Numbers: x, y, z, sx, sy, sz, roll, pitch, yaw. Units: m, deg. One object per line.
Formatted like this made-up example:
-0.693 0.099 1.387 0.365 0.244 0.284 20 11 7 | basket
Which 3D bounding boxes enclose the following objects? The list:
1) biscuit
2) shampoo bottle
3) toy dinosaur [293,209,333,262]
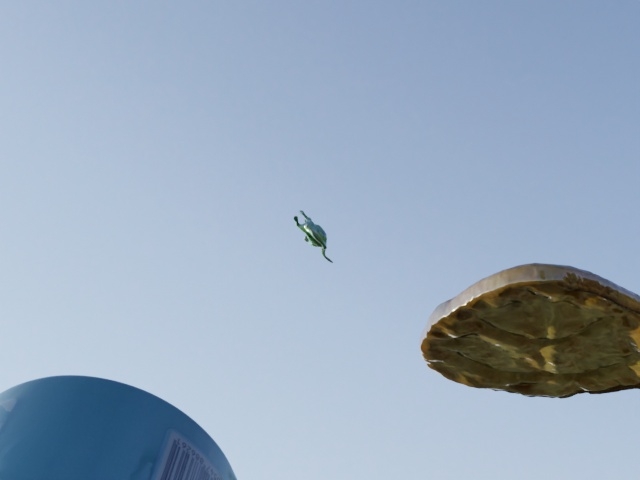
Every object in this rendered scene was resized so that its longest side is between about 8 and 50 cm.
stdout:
0.176 0.074 1.076 0.202 0.041 0.260 4 -24 12 | biscuit
-0.263 0.358 1.394 0.331 0.343 0.331 6 -55 9 | shampoo bottle
0.000 0.000 1.412 0.021 0.062 0.083 -44 -63 -3 | toy dinosaur
